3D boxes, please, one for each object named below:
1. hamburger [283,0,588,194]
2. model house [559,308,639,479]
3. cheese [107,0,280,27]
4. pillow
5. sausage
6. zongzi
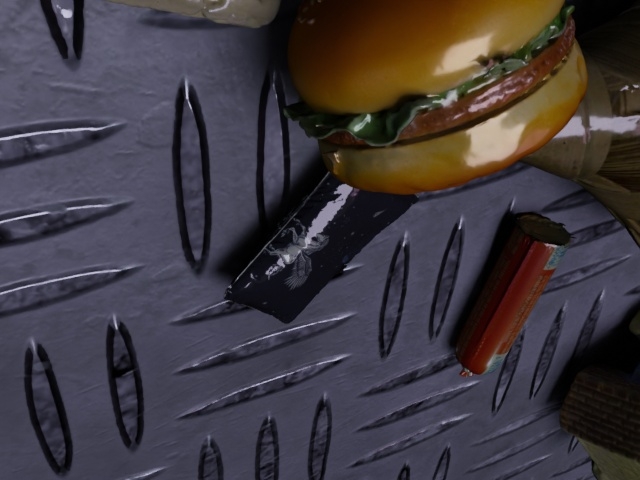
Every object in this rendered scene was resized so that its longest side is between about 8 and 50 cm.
[{"bbox_3d":[0.079,-0.156,0.614,0.246,0.246,0.170,-29,118,-10],"label":"hamburger"},{"bbox_3d":[0.561,0.265,1.342,0.321,0.261,0.266,-47,114,-15],"label":"model house"},{"bbox_3d":[-0.115,-0.200,0.576,0.194,0.043,0.065,3,125,-35],"label":"cheese"},{"bbox_3d":[0.000,0.000,0.818,0.208,0.055,0.141,-46,144,8],"label":"pillow"},{"bbox_3d":[0.242,0.088,1.047,0.083,0.083,0.264,-3,129,-33],"label":"sausage"},{"bbox_3d":[0.338,-0.039,0.899,0.467,0.218,0.500,-25,134,-12],"label":"zongzi"}]
